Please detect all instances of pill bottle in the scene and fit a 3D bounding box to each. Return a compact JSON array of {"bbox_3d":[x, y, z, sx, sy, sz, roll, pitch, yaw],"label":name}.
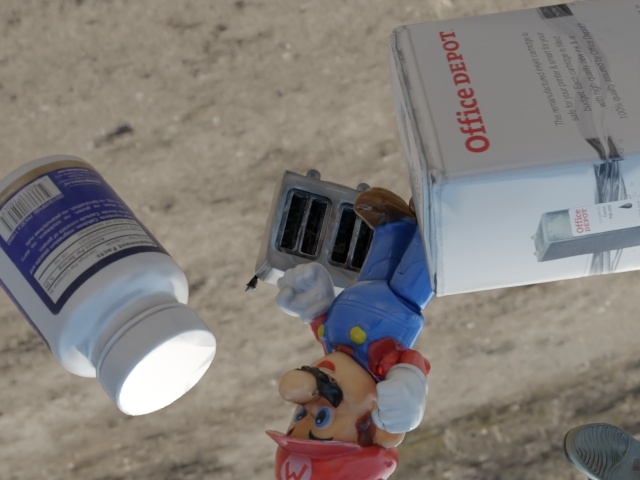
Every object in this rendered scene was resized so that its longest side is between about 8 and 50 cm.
[{"bbox_3d":[-0.163,0.034,0.937,0.112,0.186,0.112,-32,150,-21],"label":"pill bottle"}]

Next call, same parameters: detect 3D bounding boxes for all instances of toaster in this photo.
[{"bbox_3d":[0.000,0.000,1.828,0.168,0.185,0.110,16,166,-6],"label":"toaster"}]

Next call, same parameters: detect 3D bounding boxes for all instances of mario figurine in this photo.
[{"bbox_3d":[0.028,0.090,1.203,0.170,0.320,0.198,21,162,0],"label":"mario figurine"}]

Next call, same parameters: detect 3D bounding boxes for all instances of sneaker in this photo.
[{"bbox_3d":[0.382,0.305,1.747,0.222,0.083,0.118,22,157,-34],"label":"sneaker"}]

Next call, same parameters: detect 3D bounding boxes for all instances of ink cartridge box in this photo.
[{"bbox_3d":[0.156,-0.062,0.735,0.218,0.158,0.092,-6,131,-1],"label":"ink cartridge box"}]
